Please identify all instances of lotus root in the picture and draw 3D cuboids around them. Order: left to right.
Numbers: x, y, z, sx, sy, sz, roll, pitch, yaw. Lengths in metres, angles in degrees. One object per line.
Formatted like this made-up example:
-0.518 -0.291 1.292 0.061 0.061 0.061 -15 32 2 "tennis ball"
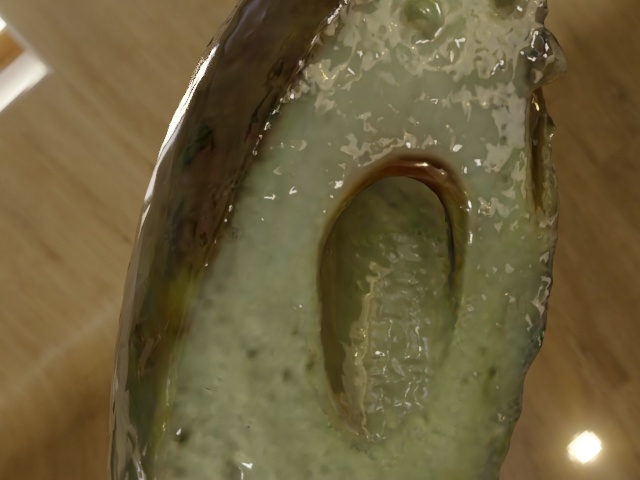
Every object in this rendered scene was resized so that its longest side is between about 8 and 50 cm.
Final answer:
-0.004 -0.001 0.482 0.210 0.141 0.314 170 -69 -68 "lotus root"
